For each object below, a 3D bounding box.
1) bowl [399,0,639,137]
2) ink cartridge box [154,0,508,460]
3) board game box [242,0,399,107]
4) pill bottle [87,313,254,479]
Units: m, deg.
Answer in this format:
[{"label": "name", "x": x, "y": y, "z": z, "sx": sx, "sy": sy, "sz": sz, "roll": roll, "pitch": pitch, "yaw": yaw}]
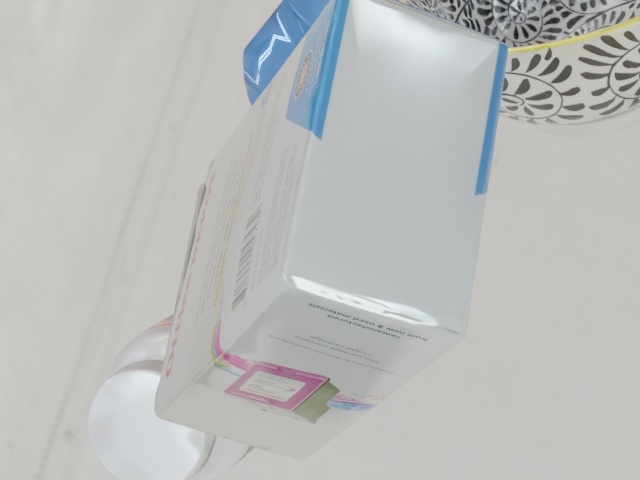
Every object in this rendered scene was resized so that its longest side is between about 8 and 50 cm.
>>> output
[{"label": "bowl", "x": 0.130, "y": -0.103, "z": 0.929, "sx": 0.170, "sy": 0.080, "sz": 0.170, "roll": -15, "pitch": 30, "yaw": 9}, {"label": "ink cartridge box", "x": 0.000, "y": 0.000, "z": 0.520, "sx": 0.052, "sy": 0.122, "sz": 0.088, "roll": 18, "pitch": 64, "yaw": -15}, {"label": "board game box", "x": 0.006, "y": -0.151, "z": 1.486, "sx": 0.168, "sy": 0.133, "sz": 0.033, "roll": -53, "pitch": 32, "yaw": -6}, {"label": "pill bottle", "x": -0.063, "y": 0.079, "z": 1.004, "sx": 0.086, "sy": 0.152, "sz": 0.086, "roll": 4, "pitch": 103, "yaw": 18}]
